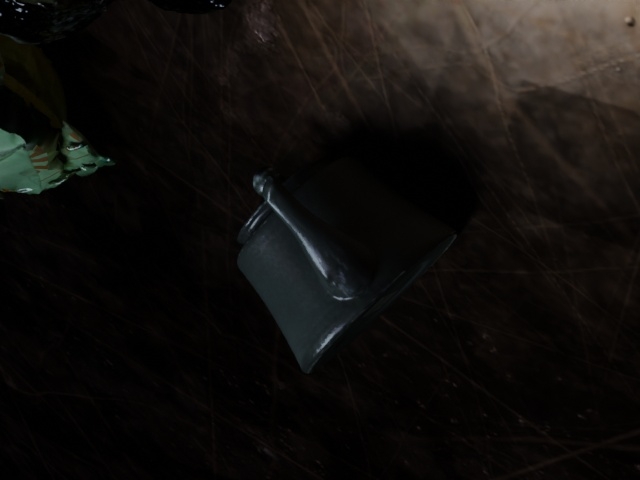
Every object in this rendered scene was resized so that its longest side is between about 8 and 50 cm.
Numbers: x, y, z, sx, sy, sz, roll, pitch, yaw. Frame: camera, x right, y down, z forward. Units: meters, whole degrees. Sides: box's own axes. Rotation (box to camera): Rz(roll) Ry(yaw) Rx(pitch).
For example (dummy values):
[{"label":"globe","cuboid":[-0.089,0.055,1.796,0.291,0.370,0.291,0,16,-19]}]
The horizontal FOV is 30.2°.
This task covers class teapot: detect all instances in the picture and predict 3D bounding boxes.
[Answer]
[{"label":"teapot","cuboid":[0.000,0.000,0.951,0.149,0.162,0.239,46,-178,8]}]

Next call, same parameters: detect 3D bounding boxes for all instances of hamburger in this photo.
[{"label":"hamburger","cuboid":[-0.316,-0.118,1.163,0.235,0.125,0.214,2,157,5]}]

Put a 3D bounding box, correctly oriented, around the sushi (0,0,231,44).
[{"label":"sushi","cuboid":[-0.134,-0.196,0.747,0.115,0.213,0.147,-3,112,58]}]
